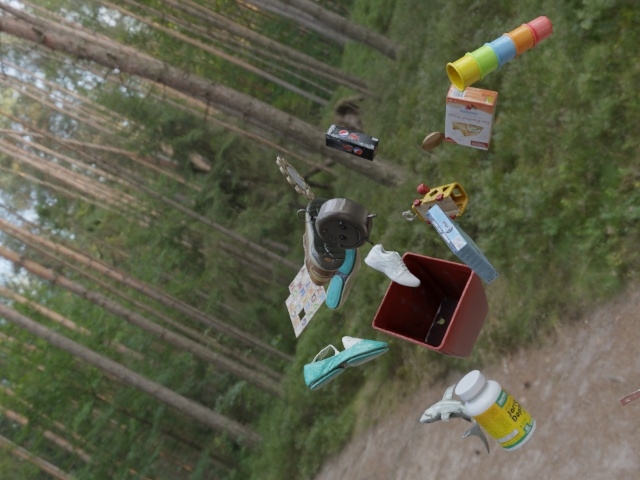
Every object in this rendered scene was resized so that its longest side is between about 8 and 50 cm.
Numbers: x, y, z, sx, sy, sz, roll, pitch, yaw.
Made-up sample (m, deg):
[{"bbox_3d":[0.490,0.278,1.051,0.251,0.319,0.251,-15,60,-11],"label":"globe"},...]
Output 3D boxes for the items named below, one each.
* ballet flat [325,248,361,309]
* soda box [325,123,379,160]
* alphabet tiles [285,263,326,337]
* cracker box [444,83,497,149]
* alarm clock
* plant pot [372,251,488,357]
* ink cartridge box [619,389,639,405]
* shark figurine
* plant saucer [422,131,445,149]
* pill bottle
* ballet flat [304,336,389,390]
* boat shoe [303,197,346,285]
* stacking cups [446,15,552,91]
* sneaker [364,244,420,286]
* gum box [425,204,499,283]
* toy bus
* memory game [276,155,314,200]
[{"bbox_3d":[0.079,0.099,1.945,0.086,0.086,0.248,-51,-18,-66],"label":"ballet flat"},{"bbox_3d":[0.102,-0.316,2.032,0.060,0.169,0.053,90,-155,-57],"label":"soda box"},{"bbox_3d":[-0.058,0.198,2.250,0.198,0.009,0.237,-56,32,23],"label":"alphabet tiles"},{"bbox_3d":[0.508,-0.415,2.139,0.232,0.155,0.067,73,-143,-59],"label":"cracker box"},{"bbox_3d":[0.035,-0.039,1.481,0.129,0.192,0.064,89,-160,-49],"label":"alarm clock"},{"bbox_3d":[0.371,0.225,1.960,0.235,0.267,0.267,37,-106,-41],"label":"plant pot"},{"bbox_3d":[1.012,0.473,1.920,0.179,0.045,0.145,-33,-33,14],"label":"ink cartridge box"},{"bbox_3d":[0.471,0.580,2.059,0.166,0.116,0.278,-50,23,-18],"label":"shark figurine"},{"bbox_3d":[0.362,-0.325,2.033,0.083,0.015,0.083,-21,-26,-11],"label":"plant saucer"},{"bbox_3d":[0.462,0.449,1.679,0.117,0.208,0.117,-45,2,2],"label":"pill bottle"},{"bbox_3d":[0.059,0.305,1.667,0.247,0.087,0.083,-30,-25,9],"label":"ballet flat"},{"bbox_3d":[0.000,0.000,1.791,0.324,0.122,0.120,-86,14,-53],"label":"boat shoe"},{"bbox_3d":[0.525,-0.552,1.830,0.316,0.096,0.096,-31,-6,0],"label":"stacking cups"},{"bbox_3d":[0.185,0.064,1.568,0.061,0.152,0.053,-62,-17,12],"label":"sneaker"},{"bbox_3d":[0.353,0.010,1.564,0.041,0.184,0.157,-42,43,13],"label":"gum box"},{"bbox_3d":[0.403,-0.130,2.152,0.104,0.202,0.191,-55,-18,-33],"label":"toy bus"},{"bbox_3d":[-0.081,-0.198,2.042,0.012,0.186,0.186,-39,1,14],"label":"memory game"}]
